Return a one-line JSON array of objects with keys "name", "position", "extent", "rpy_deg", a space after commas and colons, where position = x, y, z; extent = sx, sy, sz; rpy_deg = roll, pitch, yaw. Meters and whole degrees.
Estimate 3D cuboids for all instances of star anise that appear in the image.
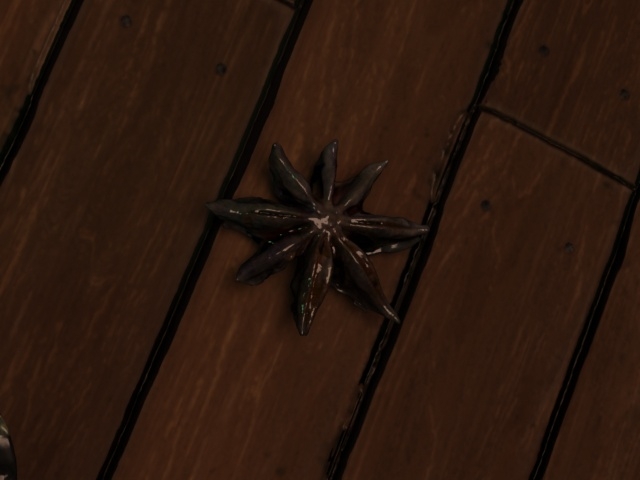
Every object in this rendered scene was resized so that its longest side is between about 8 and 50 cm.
[{"name": "star anise", "position": [0.000, 0.000, 1.605], "extent": [0.204, 0.061, 0.181], "rpy_deg": [-14, 84, -25]}]

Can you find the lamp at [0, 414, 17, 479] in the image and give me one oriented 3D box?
[{"name": "lamp", "position": [-0.339, 0.212, 1.339], "extent": [0.205, 0.272, 0.374], "rpy_deg": [-3, 85, -20]}]
